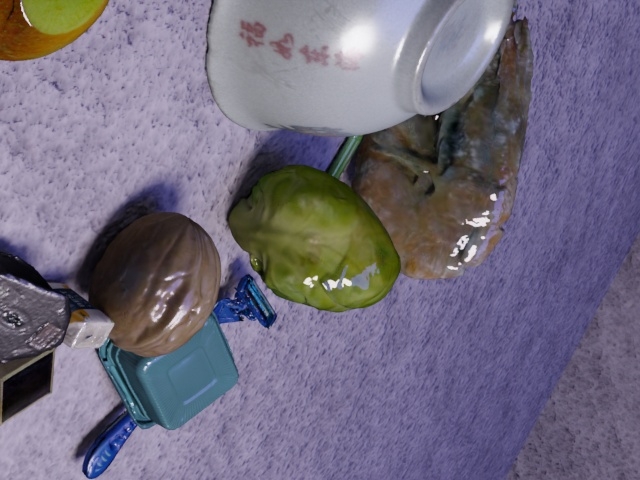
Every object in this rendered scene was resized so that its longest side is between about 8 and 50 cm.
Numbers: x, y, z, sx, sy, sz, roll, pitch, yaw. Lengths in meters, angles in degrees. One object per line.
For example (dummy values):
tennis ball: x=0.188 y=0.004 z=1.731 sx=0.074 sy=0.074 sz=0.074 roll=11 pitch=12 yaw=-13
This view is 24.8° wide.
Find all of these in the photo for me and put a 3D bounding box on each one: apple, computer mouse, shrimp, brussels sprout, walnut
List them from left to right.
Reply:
computer mouse: x=-0.321 y=0.059 z=1.461 sx=0.099 sy=0.057 sz=0.172 roll=-43 pitch=136 yaw=9
apple: x=-0.236 y=-0.224 z=1.139 sx=0.147 sy=0.146 sz=0.163 roll=-24 pitch=129 yaw=-39
walnut: x=-0.182 y=0.050 z=1.618 sx=0.162 sy=0.140 sz=0.140 roll=-50 pitch=157 yaw=9
brussels sprout: x=0.000 y=0.000 z=1.792 sx=0.161 sy=0.223 sz=0.223 roll=-57 pitch=157 yaw=15
shrimp: x=0.175 y=-0.165 z=1.951 sx=0.110 sy=0.221 sz=0.445 roll=-3 pitch=108 yaw=-78

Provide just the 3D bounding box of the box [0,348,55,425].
box: x=-0.332 y=0.152 z=1.594 sx=0.079 sy=0.035 sz=0.083 roll=-34 pitch=148 yaw=-40

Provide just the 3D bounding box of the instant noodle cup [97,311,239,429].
instant noodle cup: x=-0.174 y=0.149 z=1.779 sx=0.157 sy=0.070 sz=0.179 roll=-37 pitch=136 yaw=-18

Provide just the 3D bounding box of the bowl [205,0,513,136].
bowl: x=0.088 y=-0.265 z=1.634 sx=0.435 sy=0.196 sz=0.434 roll=-41 pitch=152 yaw=-27

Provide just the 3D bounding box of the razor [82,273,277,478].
razor: x=-0.194 y=0.175 z=1.867 sx=0.324 sy=0.056 sz=0.093 roll=-46 pitch=139 yaw=-13

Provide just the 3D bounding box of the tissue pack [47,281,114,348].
tissue pack: x=-0.270 y=0.080 z=1.553 sx=0.042 sy=0.083 sz=0.062 roll=-60 pitch=156 yaw=9

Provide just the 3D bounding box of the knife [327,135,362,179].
knife: x=0.035 y=-0.125 z=1.942 sx=0.212 sy=0.015 sz=0.054 roll=-60 pitch=156 yaw=11
